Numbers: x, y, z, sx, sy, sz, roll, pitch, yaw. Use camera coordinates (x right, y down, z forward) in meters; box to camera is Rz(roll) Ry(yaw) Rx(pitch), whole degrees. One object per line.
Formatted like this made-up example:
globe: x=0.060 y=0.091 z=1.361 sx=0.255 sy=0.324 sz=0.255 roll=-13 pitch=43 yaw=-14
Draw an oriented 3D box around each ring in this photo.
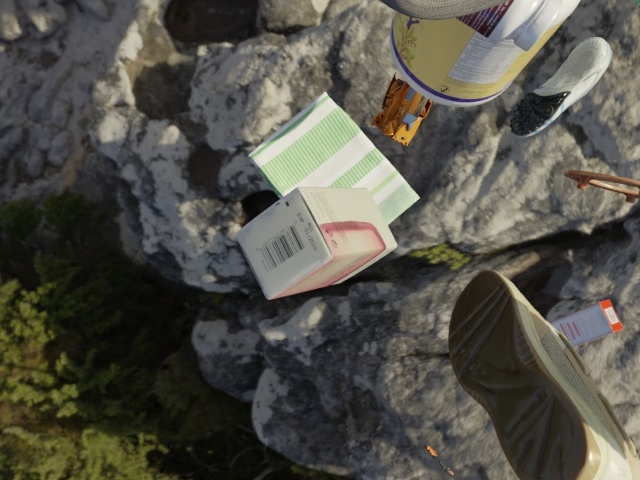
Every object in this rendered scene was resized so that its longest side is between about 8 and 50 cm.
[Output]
ring: x=0.730 y=-0.106 z=1.450 sx=0.336 sy=0.336 sz=0.032 roll=18 pitch=97 yaw=24

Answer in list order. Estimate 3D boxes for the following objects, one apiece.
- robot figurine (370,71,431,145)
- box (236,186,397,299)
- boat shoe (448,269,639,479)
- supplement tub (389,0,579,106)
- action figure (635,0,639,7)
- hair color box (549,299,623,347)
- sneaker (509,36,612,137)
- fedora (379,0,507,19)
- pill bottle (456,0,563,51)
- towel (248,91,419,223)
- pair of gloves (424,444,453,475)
robot figurine: x=0.229 y=-0.387 z=1.532 sx=0.085 sy=0.211 sz=0.291 roll=18 pitch=106 yaw=-20
box: x=0.000 y=0.000 z=1.057 sx=0.148 sy=0.232 sz=0.127 roll=-35 pitch=76 yaw=29
boat shoe: x=0.216 y=0.139 z=0.636 sx=0.098 sy=0.302 sz=0.109 roll=26 pitch=111 yaw=-19
supplement tub: x=0.258 y=-0.384 z=0.982 sx=0.241 sy=0.331 sz=0.241 roll=2 pitch=73 yaw=-8
action figure: x=0.761 y=-0.454 z=1.294 sx=0.232 sy=0.063 sz=0.137 roll=25 pitch=136 yaw=10
hair color box: x=0.588 y=0.190 z=1.401 sx=0.141 sy=0.043 sz=0.072 roll=-39 pitch=66 yaw=49
sneaker: x=0.480 y=-0.292 z=1.251 sx=0.237 sy=0.086 sz=0.085 roll=-47 pitch=52 yaw=18
fedora: x=0.122 y=-0.275 z=0.415 sx=0.275 sy=0.244 sz=0.124 roll=-27 pitch=72 yaw=-2
pill bottle: x=0.190 y=-0.282 z=0.714 sx=0.152 sy=0.086 sz=0.086 roll=34 pitch=100 yaw=1
towel: x=0.026 y=-0.140 z=1.420 sx=0.248 sy=0.038 sz=0.325 roll=-40 pitch=88 yaw=-1
pair of gloves: x=0.280 y=0.522 z=1.496 sx=0.010 sy=0.074 sz=0.083 roll=-43 pitch=52 yaw=0
